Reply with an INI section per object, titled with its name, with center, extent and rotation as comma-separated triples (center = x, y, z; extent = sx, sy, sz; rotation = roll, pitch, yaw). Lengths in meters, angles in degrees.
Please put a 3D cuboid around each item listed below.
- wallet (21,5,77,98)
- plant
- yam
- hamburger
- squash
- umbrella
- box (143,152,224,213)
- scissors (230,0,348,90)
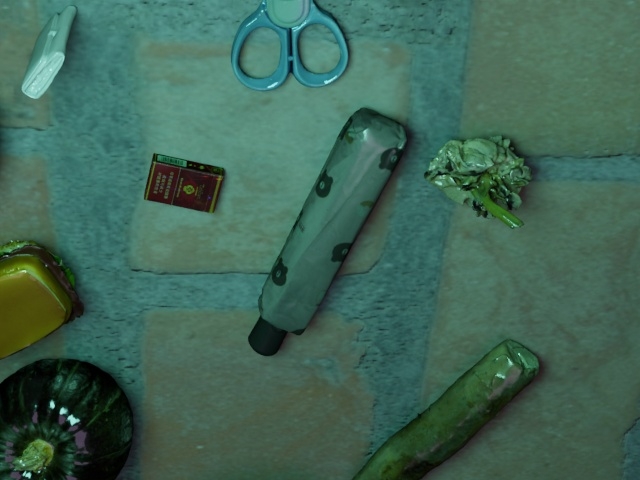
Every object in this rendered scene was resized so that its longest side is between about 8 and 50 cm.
[wallet]
center = -0.271, -0.192, 1.222
extent = 0.025, 0.122, 0.061
rotation = 36, 114, -23
[plant]
center = 0.180, -0.054, 1.353
extent = 0.117, 0.122, 0.104
rotation = 1, 133, -14
[yam]
center = 0.152, 0.245, 1.565
extent = 0.317, 0.071, 0.067
rotation = -47, 151, 21
[hamburger]
center = -0.362, 0.059, 1.394
extent = 0.166, 0.087, 0.137
rotation = -22, 120, 8
[squash]
center = -0.320, 0.236, 1.473
extent = 0.193, 0.156, 0.193
rotation = -2, 100, -14
[umbrella]
center = 0.000, 0.000, 1.398
extent = 0.073, 0.067, 0.337
rotation = 26, 118, -4
[box]
center = -0.154, -0.064, 1.371
extent = 0.082, 0.023, 0.051
rotation = 11, 121, -11
[scissors]
center = -0.034, -0.272, 1.246
extent = 0.125, 0.030, 0.256
rotation = -4, 124, -5
